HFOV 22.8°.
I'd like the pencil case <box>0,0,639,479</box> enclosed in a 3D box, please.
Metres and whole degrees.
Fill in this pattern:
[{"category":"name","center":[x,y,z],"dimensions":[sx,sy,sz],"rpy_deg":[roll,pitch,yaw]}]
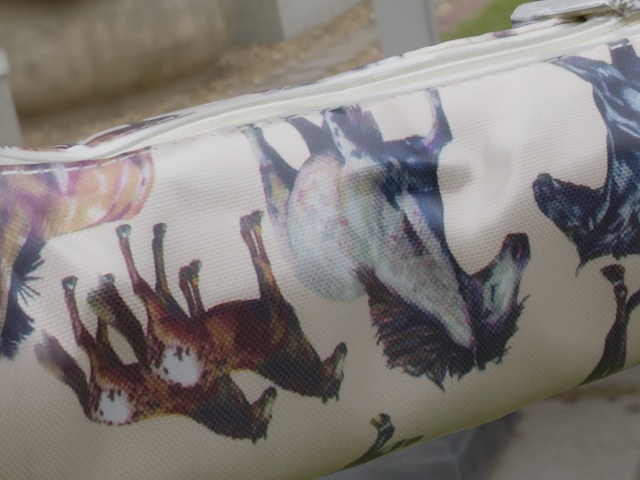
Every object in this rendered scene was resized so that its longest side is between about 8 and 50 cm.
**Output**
[{"category":"pencil case","center":[0.000,0.000,0.648],"dimensions":[0.410,0.183,0.160],"rpy_deg":[-15,20,-24]}]
